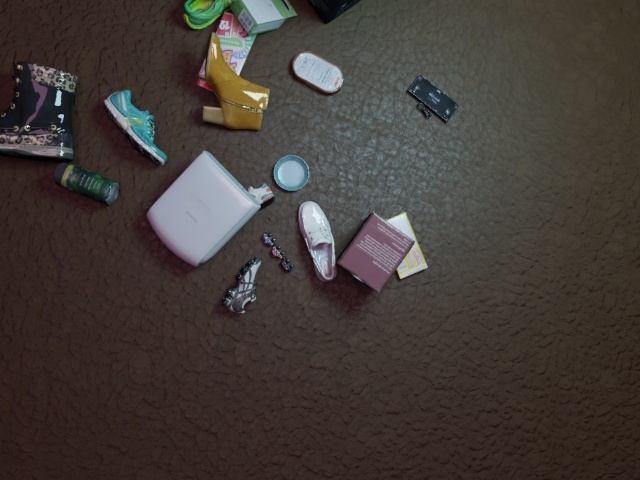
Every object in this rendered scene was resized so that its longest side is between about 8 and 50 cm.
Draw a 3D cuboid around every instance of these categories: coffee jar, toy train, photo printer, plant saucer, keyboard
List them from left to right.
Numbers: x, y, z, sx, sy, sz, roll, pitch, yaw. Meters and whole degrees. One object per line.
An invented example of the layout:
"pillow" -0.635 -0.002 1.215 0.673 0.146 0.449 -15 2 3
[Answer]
"coffee jar" -0.741 -0.181 1.737 0.184 0.096 0.079 21 82 -6
"photo printer" -0.382 -0.089 1.742 0.307 0.107 0.256 -44 89 8
"toy train" -0.144 0.037 1.833 0.036 0.027 0.158 -34 92 4
"plant saucer" -0.098 -0.226 1.852 0.119 0.021 0.120 0 87 -7
"keyboard" 0.386 -0.485 1.922 0.180 0.023 0.108 37 77 -3

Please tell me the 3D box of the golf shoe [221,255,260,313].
"golf shoe" -0.239 0.147 1.799 0.093 0.077 0.198 33 91 -15

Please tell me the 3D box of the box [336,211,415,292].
"box" 0.175 0.036 1.783 0.168 0.167 0.203 36 92 0

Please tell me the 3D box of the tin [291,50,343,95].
"tin" -0.010 -0.569 1.872 0.189 0.040 0.106 27 89 -5

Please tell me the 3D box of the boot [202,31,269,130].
"boot" -0.269 -0.509 1.778 0.211 0.104 0.295 2 114 -14

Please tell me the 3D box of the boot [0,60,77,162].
"boot" -0.949 -0.405 1.701 0.376 0.138 0.285 8 88 -10

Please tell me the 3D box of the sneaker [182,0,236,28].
"sneaker" -0.328 -0.812 1.801 0.109 0.123 0.295 45 83 -2

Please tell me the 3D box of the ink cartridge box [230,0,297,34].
"ink cartridge box" -0.185 -0.760 1.825 0.209 0.062 0.109 -36 92 -44

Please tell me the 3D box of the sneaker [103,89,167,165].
"sneaker" -0.580 -0.366 1.766 0.110 0.107 0.275 -38 92 -16

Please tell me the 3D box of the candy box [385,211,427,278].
"candy box" 0.280 0.018 1.882 0.105 0.027 0.206 -22 90 -7

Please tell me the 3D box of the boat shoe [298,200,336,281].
"boat shoe" 0.000 0.000 1.815 0.098 0.096 0.277 -18 89 -7

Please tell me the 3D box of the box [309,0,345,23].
"box" 0.166 -0.983 1.681 0.479 0.472 0.297 -37 98 -6

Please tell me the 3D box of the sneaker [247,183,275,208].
"sneaker" -0.234 -0.133 1.822 0.161 0.057 0.075 -27 73 -5

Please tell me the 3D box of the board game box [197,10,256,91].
"board game box" -0.311 -0.618 1.834 0.124 0.039 0.260 23 91 -6
